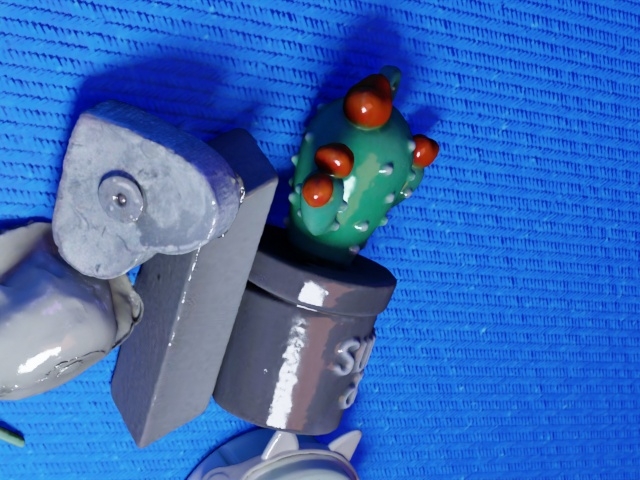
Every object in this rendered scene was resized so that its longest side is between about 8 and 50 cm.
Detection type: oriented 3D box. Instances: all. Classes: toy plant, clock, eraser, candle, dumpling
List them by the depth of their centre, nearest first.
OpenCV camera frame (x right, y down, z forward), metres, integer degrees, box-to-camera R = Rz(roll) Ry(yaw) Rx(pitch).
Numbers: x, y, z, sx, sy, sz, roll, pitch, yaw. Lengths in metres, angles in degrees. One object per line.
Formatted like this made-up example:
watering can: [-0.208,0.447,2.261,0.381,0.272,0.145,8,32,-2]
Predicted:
candle: [-0.181,-0.055,1.482,0.192,0.169,0.068,-20,-170,25]
dumpling: [-0.292,0.069,1.524,0.247,0.142,0.173,-27,106,-33]
eraser: [-0.139,0.052,1.619,0.077,0.111,0.353,0,124,-31]
toy plant: [0.009,0.000,1.652,0.279,0.185,0.400,3,107,-47]
clock: [-0.073,0.355,1.936,0.265,0.108,0.324,11,116,-41]

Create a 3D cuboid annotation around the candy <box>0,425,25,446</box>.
candy: [-0.392,0.176,1.566,0.083,0.091,0.305,-47,146,2]
